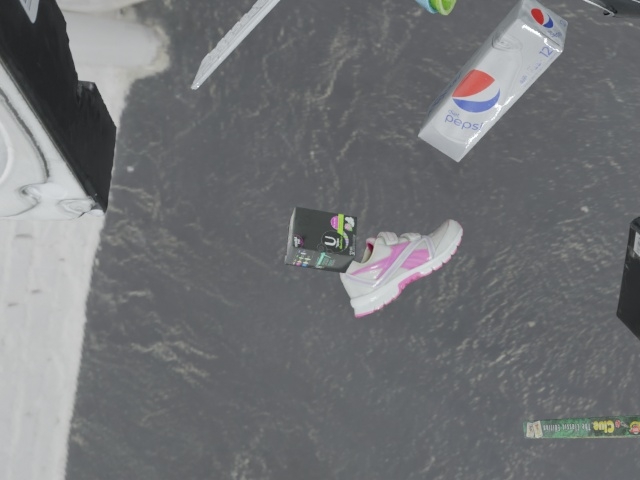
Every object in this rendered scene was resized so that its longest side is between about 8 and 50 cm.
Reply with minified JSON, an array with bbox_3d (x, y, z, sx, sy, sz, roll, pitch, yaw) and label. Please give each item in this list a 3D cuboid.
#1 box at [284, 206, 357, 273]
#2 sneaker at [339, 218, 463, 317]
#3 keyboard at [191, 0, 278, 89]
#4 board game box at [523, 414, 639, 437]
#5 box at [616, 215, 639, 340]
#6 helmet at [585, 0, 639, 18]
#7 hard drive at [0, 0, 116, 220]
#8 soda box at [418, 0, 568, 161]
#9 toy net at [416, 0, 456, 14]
[{"bbox_3d":[0.000,0.000,1.046,0.052,0.083,0.062,116,161,-59],"label":"box"},{"bbox_3d":[0.139,0.025,1.425,0.111,0.252,0.103,56,162,2],"label":"sneaker"},{"bbox_3d":[-0.027,-0.231,0.715,0.014,0.072,0.256,42,115,-16],"label":"keyboard"},{"bbox_3d":[0.397,0.244,1.059,0.260,0.136,0.030,147,127,-65],"label":"board game box"},{"bbox_3d":[0.498,0.028,1.053,0.184,0.261,0.103,-33,56,-5],"label":"box"},{"bbox_3d":[0.212,-0.218,0.497,0.170,0.162,0.169,0,91,35],"label":"helmet"},{"bbox_3d":[-0.278,-0.078,0.329,0.339,0.237,0.064,2,69,0],"label":"hard drive"},{"bbox_3d":[0.284,-0.266,1.365,0.091,0.098,0.286,32,135,-8],"label":"soda box"},{"bbox_3d":[0.098,-0.316,0.706,0.045,0.122,0.232,16,151,23],"label":"toy net"}]
